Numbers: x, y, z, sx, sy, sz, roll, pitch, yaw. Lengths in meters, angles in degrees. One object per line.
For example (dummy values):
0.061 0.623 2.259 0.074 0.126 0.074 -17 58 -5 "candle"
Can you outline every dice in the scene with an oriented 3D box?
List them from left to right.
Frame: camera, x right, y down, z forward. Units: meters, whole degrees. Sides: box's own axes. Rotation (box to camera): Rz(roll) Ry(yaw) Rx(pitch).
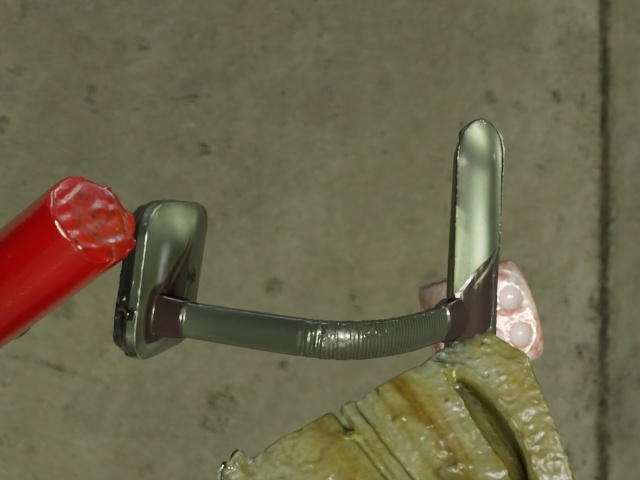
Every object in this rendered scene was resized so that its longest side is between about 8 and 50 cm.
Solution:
0.143 0.071 1.135 0.093 0.091 0.094 -17 91 -2 "dice"

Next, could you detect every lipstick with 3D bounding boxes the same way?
-0.244 0.047 0.908 0.073 0.280 0.073 31 42 -33 "lipstick"

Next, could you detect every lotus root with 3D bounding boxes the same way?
0.046 0.123 0.508 0.143 0.144 0.070 -20 128 -12 "lotus root"

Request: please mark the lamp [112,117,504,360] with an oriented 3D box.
0.002 0.001 0.922 0.283 0.124 0.203 6 95 1 "lamp"
